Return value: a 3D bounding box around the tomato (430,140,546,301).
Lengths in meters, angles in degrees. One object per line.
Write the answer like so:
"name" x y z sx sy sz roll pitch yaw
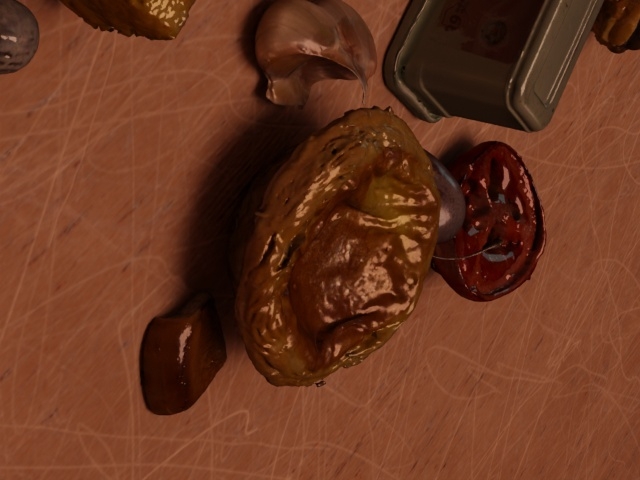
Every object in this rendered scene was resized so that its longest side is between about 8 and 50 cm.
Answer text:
"tomato" 0.216 -0.027 2.184 0.228 0.101 0.227 -9 102 -49

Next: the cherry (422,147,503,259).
"cherry" 0.146 -0.057 2.017 0.188 0.148 0.115 -15 158 -25

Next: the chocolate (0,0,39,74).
"chocolate" -0.299 -0.173 1.298 0.167 0.072 0.072 -10 115 -58

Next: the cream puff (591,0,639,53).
"cream puff" 0.458 -0.365 2.339 0.189 0.129 0.189 -50 169 -14

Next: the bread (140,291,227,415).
"bread" -0.144 0.127 1.750 0.126 0.044 0.129 -42 136 -41

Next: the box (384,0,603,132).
"box" 0.240 -0.289 1.982 0.175 0.182 0.311 38 74 -58

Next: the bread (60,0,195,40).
"bread" -0.164 -0.314 1.351 0.147 0.160 0.260 23 93 -53

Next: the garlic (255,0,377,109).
"garlic" -0.005 -0.211 1.728 0.174 0.099 0.124 5 85 -58

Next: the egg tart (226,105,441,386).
"egg tart" 0.000 0.000 1.803 0.352 0.150 0.352 -32 133 -42
